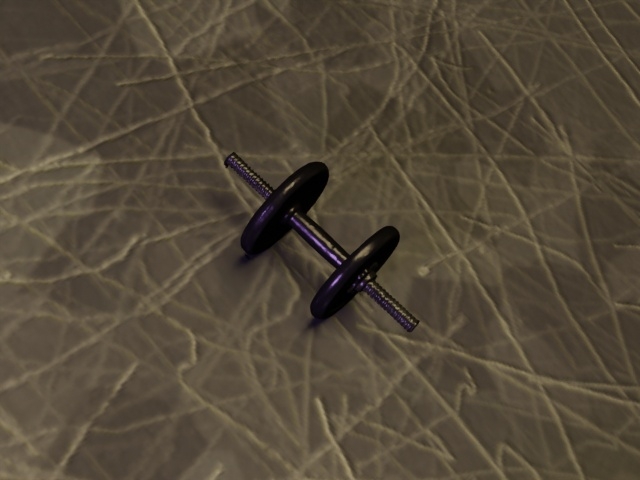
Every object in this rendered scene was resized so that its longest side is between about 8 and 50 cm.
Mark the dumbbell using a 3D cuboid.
[{"bbox_3d":[0.000,0.000,0.749,0.147,0.069,0.069,43,54,11],"label":"dumbbell"}]
